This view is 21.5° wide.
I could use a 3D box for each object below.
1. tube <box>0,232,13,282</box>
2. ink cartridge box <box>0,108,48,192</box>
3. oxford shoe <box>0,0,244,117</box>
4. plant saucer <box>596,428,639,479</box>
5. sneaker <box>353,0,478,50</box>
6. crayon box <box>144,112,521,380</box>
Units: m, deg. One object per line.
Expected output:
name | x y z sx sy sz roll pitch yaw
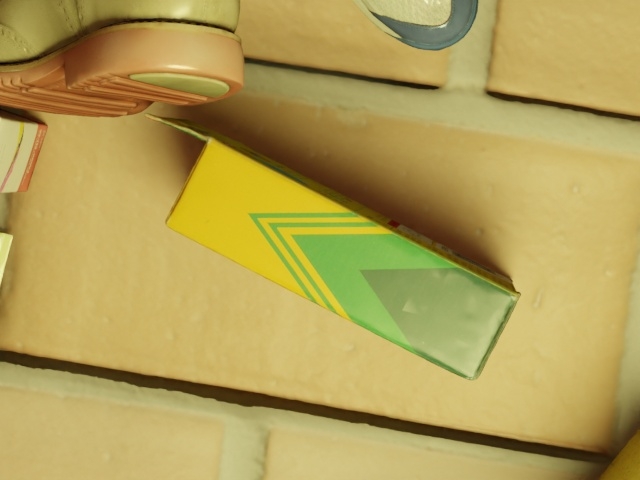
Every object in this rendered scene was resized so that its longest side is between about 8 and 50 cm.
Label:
tube | -0.394 0.008 1.468 0.240 0.062 0.070 16 134 -1
ink cartridge box | -0.308 -0.087 1.386 0.115 0.198 0.067 19 94 3
oxford shoe | -0.181 -0.175 1.302 0.140 0.397 0.147 6 87 -40
plant saucer | 0.278 0.327 1.209 0.332 0.081 0.333 37 72 21
sneaker | 0.040 -0.293 1.388 0.112 0.131 0.296 -26 92 3
crayon box | 0.000 0.000 1.367 0.318 0.202 0.081 27 94 4
